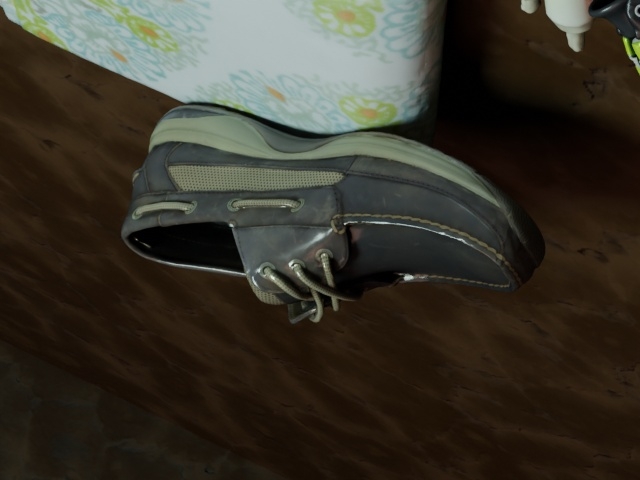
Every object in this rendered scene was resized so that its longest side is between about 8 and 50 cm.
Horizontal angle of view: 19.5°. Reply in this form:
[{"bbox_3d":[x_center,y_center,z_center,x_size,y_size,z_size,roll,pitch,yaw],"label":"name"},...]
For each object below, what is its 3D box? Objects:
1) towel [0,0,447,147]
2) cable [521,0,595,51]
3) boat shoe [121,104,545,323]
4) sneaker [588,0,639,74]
[{"bbox_3d":[-0.085,-0.192,1.311,0.374,0.090,0.320,24,162,11],"label":"towel"},{"bbox_3d":[0.134,-0.205,1.009,0.139,0.072,0.287,20,159,35],"label":"cable"},{"bbox_3d":[0.000,0.000,1.353,0.355,0.130,0.132,12,156,40],"label":"boat shoe"},{"bbox_3d":[0.184,-0.108,0.986,0.097,0.235,0.084,-2,-173,-13],"label":"sneaker"}]
